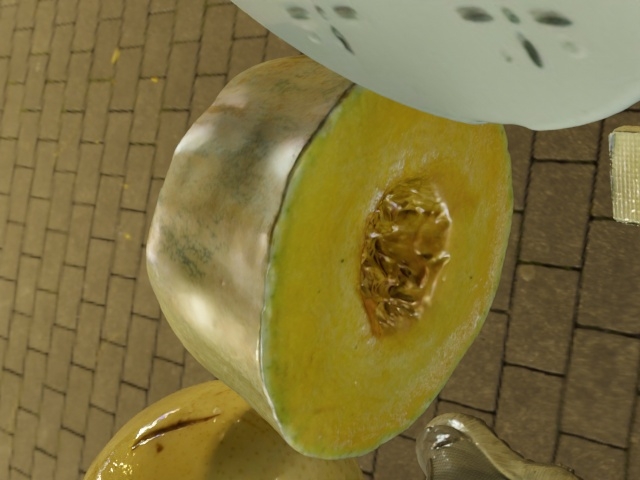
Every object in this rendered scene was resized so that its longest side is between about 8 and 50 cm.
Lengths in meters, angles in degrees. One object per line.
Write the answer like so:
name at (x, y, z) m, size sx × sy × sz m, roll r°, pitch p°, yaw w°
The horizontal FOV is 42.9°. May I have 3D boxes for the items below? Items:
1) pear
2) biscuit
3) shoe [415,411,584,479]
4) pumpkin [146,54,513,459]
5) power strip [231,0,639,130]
pear at (-0.108, 0.298, 0.884) m, size 0.309 × 0.309 × 0.309 m, roll -7°, pitch 79°, yaw 39°
biscuit at (0.522, -0.087, 1.148) m, size 0.252 × 0.052 × 0.150 m, roll 14°, pitch 118°, yaw 60°
shoe at (0.154, 0.297, 0.870) m, size 0.132 × 0.171 × 0.336 m, roll 67°, pitch 164°, yaw -9°
pumpkin at (0.000, 0.000, 0.701) m, size 0.199 × 0.332 × 0.332 m, roll 14°, pitch 92°, yaw 37°
power strip at (0.035, -0.216, 0.356) m, size 0.358 × 0.357 × 0.161 m, roll 24°, pitch 76°, yaw 40°
